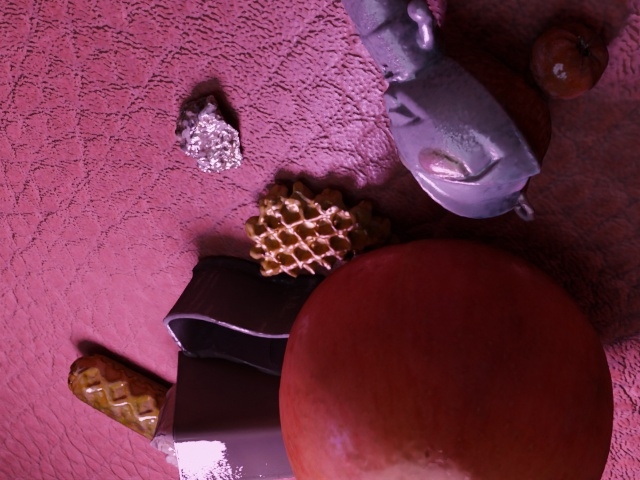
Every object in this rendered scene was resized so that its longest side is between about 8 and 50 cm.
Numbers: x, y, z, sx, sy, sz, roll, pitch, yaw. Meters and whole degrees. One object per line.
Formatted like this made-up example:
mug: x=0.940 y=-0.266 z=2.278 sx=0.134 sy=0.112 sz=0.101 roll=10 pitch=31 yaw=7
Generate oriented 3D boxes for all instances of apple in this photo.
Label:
apple: x=0.129 y=0.187 z=1.048 sx=0.363 sy=0.364 sz=0.364 roll=17 pitch=142 yaw=13

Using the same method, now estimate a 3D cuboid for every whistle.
whistle: x=0.096 y=-0.152 z=0.849 sx=0.133 sy=0.142 sz=0.346 roll=-33 pitch=107 yaw=10

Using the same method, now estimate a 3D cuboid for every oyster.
oyster: x=-0.126 y=-0.112 z=1.097 sx=0.098 sy=0.037 sz=0.100 roll=-12 pitch=129 yaw=41

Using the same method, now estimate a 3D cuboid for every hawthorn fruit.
hawthorn fruit: x=0.203 y=-0.146 z=0.841 sx=0.066 sy=0.067 sz=0.103 roll=30 pitch=154 yaw=-5

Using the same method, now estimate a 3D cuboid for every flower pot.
flower pot: x=-0.083 y=0.099 z=1.270 sx=0.229 sy=0.108 sz=0.103 roll=8 pitch=139 yaw=22

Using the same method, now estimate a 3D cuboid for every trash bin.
trash bin: x=-0.072 y=0.235 z=1.306 sx=0.240 sy=0.164 sz=0.122 roll=-3 pitch=126 yaw=-1

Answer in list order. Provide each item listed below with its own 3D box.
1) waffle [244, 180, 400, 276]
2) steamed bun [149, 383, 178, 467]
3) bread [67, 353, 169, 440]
waffle: x=0.000 y=0.000 z=1.150 sx=0.191 sy=0.046 sz=0.161 roll=12 pitch=138 yaw=15
steamed bun: x=-0.156 y=0.273 z=1.501 sx=0.217 sy=0.144 sz=0.211 roll=2 pitch=158 yaw=-15
bread: x=-0.302 y=0.276 z=1.634 sx=0.269 sy=0.098 sz=0.087 roll=28 pitch=105 yaw=-2
